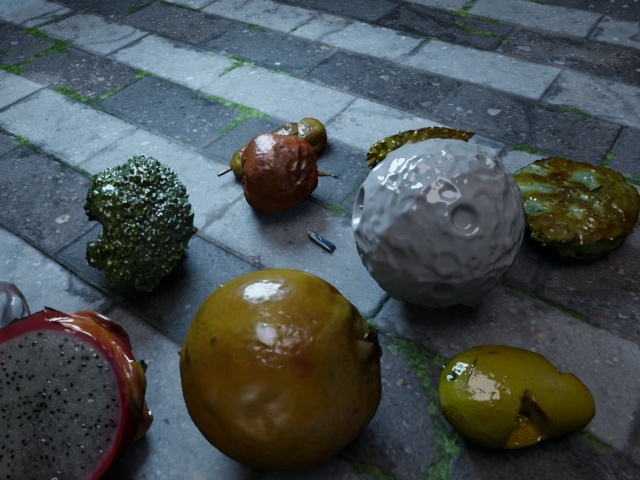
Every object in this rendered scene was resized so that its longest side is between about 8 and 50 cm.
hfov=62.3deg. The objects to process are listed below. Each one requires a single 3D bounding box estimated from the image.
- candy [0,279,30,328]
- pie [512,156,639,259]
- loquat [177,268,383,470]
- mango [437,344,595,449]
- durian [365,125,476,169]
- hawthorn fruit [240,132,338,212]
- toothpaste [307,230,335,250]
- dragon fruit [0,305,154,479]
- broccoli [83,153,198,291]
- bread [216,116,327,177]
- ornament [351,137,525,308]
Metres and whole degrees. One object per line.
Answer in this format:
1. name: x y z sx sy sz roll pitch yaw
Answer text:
1. candy: -0.638 0.209 0.953 0.157 0.214 0.290 -6 54 5
2. pie: 0.578 -0.082 1.235 0.354 0.103 0.288 -25 48 -25
3. loquat: -0.061 0.200 0.855 0.328 0.329 0.329 -2 45 2
4. mango: 0.328 0.264 0.894 0.261 0.130 0.167 -3 50 -5
5. durian: 0.205 -0.186 1.265 0.191 0.341 0.112 -12 90 -18
6. hawthorn fruit: -0.075 -0.171 1.312 0.243 0.208 0.208 0 44 -9
7. toothpaste: 0.000 0.000 1.255 0.083 0.019 0.027 33 39 26
8. dragon fruit: -0.417 0.260 0.882 0.305 0.226 0.306 0 82 -2
9. broccoli: -0.394 -0.032 1.164 0.235 0.260 0.288 25 53 8
10. bread: -0.131 -0.251 1.467 0.343 0.084 0.124 -27 49 -21
11. ornament: 0.218 -0.035 1.043 0.336 0.337 0.337 -2 45 2
